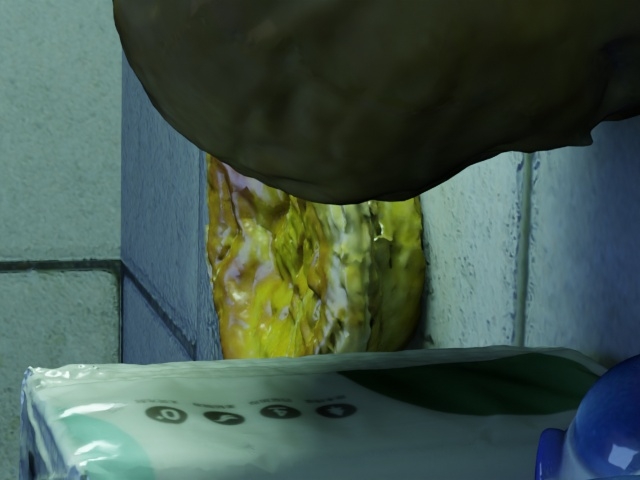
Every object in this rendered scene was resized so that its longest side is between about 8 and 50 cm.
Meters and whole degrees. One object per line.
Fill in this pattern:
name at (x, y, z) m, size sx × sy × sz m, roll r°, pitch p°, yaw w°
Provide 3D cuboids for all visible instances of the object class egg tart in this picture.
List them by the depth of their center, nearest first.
egg tart at (0.000, 0.004, 1.472) m, size 0.341 × 0.129 × 0.341 m, roll 179°, pitch 90°, yaw -72°

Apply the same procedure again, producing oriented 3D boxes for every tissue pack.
tissue pack at (0.012, 0.203, 1.054) m, size 0.194 × 0.356 × 0.266 m, roll -137°, pitch 48°, yaw -63°

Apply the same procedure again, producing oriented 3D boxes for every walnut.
walnut at (0.045, -0.193, 0.985) m, size 0.383 × 0.384 × 0.383 m, roll 178°, pitch 90°, yaw -74°

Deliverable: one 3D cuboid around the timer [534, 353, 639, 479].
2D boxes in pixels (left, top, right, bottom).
timer at (0.143, 0.163, 0.738) m, size 0.383 × 0.270 × 0.270 m, roll -62°, pitch -19°, yaw -63°
